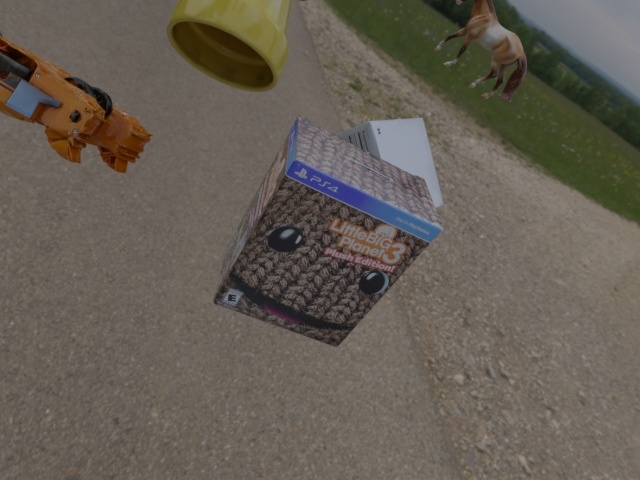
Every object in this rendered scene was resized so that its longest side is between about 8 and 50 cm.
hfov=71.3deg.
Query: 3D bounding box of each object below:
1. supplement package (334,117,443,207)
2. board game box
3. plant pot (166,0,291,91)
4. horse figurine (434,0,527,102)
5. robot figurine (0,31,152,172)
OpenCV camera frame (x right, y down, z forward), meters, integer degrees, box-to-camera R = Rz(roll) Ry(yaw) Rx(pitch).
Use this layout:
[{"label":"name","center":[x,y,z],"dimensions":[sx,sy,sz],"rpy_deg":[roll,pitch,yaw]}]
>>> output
[{"label":"supplement package","center":[0.087,-0.130,0.975],"dimensions":[0.199,0.263,0.197],"rpy_deg":[-19,96,-46]},{"label":"board game box","center":[0.000,0.000,0.706],"dimensions":[0.232,0.291,0.141],"rpy_deg":[23,34,-17]},{"label":"plant pot","center":[-0.173,-0.499,0.979],"dimensions":[0.254,0.238,0.254],"rpy_deg":[18,-8,3]},{"label":"horse figurine","center":[0.388,-0.448,1.040],"dimensions":[0.263,0.174,0.066],"rpy_deg":[49,40,7]},{"label":"robot figurine","center":[-0.361,-0.189,0.523],"dimensions":[0.291,0.085,0.211],"rpy_deg":[31,3,2]}]
